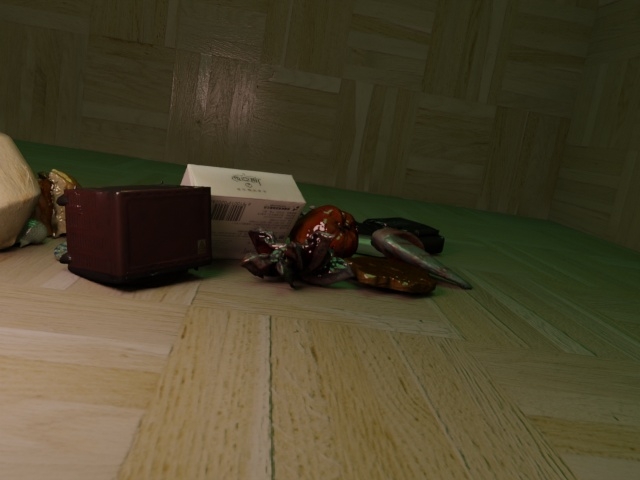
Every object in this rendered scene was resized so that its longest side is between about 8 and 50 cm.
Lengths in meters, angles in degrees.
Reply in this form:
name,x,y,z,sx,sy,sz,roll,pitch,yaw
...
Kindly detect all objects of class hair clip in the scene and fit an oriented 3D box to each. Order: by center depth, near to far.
name,x,y,z,sx,sy,sz,roll,pitch,yaw
hair clip,-0.503,0.008,1.276,0.066,0.036,0.229,16,11,3

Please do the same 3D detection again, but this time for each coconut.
name,x,y,z,sx,sy,sz,roll,pitch,yaw
coconut,-0.689,-0.092,1.143,0.245,0.247,0.245,-19,13,4

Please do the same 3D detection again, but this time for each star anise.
name,x,y,z,sx,sy,sz,roll,pitch,yaw
star anise,-0.049,0.042,1.295,0.283,0.129,0.212,14,-6,-35

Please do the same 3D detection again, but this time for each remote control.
name,x,y,z,sx,sy,sz,roll,pitch,yaw
remote control,0.075,-0.002,1.777,0.313,0.055,0.109,10,11,8

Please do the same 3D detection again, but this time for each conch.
name,x,y,z,sx,sy,sz,roll,pitch,yaw
conch,-0.635,-0.017,1.255,0.076,0.056,0.085,-2,8,11

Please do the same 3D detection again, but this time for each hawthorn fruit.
name,x,y,z,sx,sy,sz,roll,pitch,yaw
hawthorn fruit,0.008,-0.003,1.490,0.179,0.173,0.173,-19,4,14

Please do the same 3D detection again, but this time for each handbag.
name,x,y,z,sx,sy,sz,roll,pitch,yaw
handbag,0.254,-0.021,1.970,0.245,0.088,0.275,0,15,-26

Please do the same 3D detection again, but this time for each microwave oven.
name,x,y,z,sx,sy,sz,roll,pitch,yaw
microwave oven,-0.355,-0.017,1.151,0.178,0.188,0.247,10,13,33

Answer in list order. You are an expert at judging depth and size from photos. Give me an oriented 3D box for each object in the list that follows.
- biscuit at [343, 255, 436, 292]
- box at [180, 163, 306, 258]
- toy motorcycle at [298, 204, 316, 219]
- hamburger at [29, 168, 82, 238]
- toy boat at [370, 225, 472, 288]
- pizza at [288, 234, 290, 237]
name,x,y,z,sx,sy,sz,roll,pitch,yaw
biscuit,0.170,0.087,1.409,0.209,0.041,0.290,19,11,31
box,-0.203,-0.060,1.386,0.275,0.203,0.116,2,45,-33
toy motorcycle,0.001,-0.074,2.081,0.106,0.074,0.190,28,20,37
hamburger,-0.618,-0.091,1.427,0.136,0.155,0.208,15,4,4
toy boat,0.273,0.056,1.566,0.282,0.096,0.206,36,7,37
pizza,-0.234,-0.067,1.551,0.280,0.075,0.287,4,-21,11
